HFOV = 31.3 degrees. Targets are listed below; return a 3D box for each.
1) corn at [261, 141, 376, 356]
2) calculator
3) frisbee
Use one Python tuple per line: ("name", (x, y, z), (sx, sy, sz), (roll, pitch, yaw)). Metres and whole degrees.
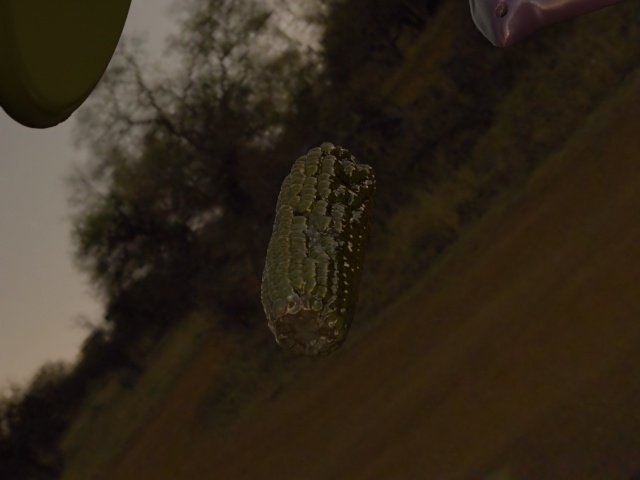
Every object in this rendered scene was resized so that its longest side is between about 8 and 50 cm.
("corn", (0.000, 0.000, 1.021), (0.097, 0.097, 0.320), (-47, 14, 24))
("calculator", (0.214, -0.250, 0.953), (0.194, 0.043, 0.294), (-17, 27, 18))
("frisbee", (-0.135, -0.177, 0.624), (0.236, 0.017, 0.236), (10, -90, -83))
